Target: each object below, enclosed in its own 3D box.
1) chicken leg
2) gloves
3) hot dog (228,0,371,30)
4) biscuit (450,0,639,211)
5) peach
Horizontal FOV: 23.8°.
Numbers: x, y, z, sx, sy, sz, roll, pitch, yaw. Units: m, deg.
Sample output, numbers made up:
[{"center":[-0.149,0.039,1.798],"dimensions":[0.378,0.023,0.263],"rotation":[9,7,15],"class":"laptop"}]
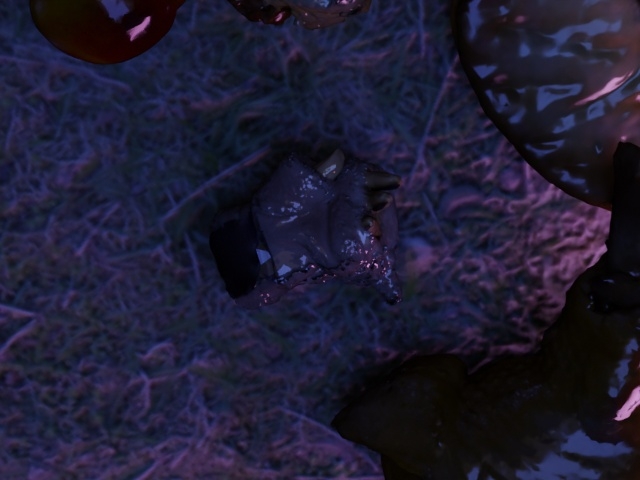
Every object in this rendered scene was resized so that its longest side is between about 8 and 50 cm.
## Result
[{"center":[0.160,0.121,1.117],"dimensions":[0.295,0.182,0.409],"rotation":[13,113,6],"class":"chicken leg"},{"center":[-0.006,-0.007,1.074],"dimensions":[0.144,0.094,0.110],"rotation":[-3,89,15],"class":"gloves"},{"center":[0.002,-0.239,0.983],"dimensions":[0.146,0.103,0.213],"rotation":[33,94,2],"class":"hot dog"},{"center":[0.213,-0.102,1.096],"dimensions":[0.154,0.045,0.299],"rotation":[-45,113,9],"class":"biscuit"},{"center":[-0.141,-0.165,0.990],"dimensions":[0.100,0.101,0.101],"rotation":[-3,112,-8],"class":"peach"}]
